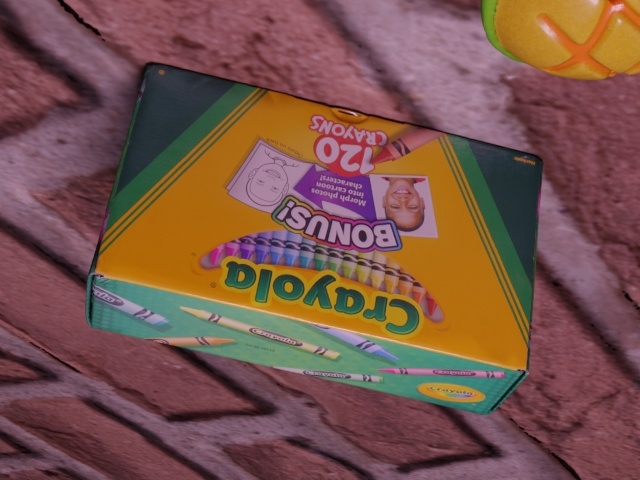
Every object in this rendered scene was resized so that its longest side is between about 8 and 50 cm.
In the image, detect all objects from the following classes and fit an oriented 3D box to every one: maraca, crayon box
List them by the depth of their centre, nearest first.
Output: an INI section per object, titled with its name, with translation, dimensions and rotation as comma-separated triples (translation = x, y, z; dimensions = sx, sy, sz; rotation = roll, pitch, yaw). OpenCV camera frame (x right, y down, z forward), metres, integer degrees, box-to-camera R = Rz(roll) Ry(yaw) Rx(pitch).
[maraca]
translation = 0.166, -0.142, 0.602
dimensions = 0.185, 0.099, 0.127
rotation = -22, 153, 4
[crayon box]
translation = 0.000, 0.000, 0.815
dimensions = 0.278, 0.165, 0.081
rotation = 13, 150, -6
